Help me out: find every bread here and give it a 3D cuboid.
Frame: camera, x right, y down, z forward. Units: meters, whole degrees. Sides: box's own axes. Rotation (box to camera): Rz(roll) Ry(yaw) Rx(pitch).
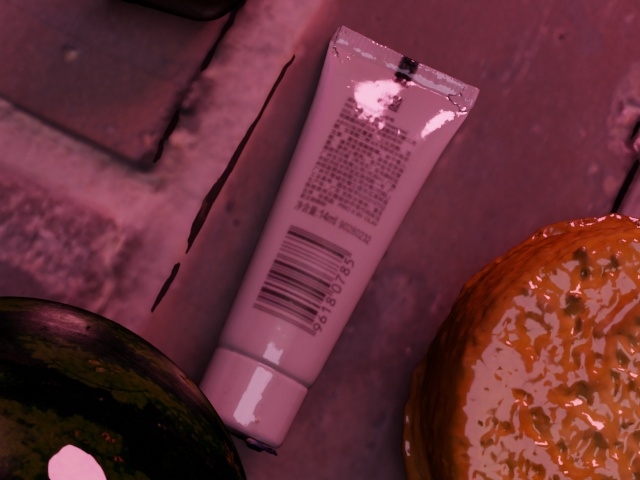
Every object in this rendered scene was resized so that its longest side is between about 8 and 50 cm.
[{"bbox_3d":[0.125,0.082,0.677,0.139,0.143,0.229,22,83,-5],"label":"bread"}]

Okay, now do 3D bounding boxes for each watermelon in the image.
[{"bbox_3d":[-0.157,0.161,0.599,0.269,0.269,0.269,0,87,-5],"label":"watermelon"}]

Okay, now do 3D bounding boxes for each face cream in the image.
[{"bbox_3d":[0.000,0.000,0.718,0.092,0.058,0.244,25,80,2],"label":"face cream"}]

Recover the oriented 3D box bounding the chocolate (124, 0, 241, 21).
[{"bbox_3d":[-0.055,-0.183,0.703,0.080,0.125,0.149,28,122,-12],"label":"chocolate"}]
